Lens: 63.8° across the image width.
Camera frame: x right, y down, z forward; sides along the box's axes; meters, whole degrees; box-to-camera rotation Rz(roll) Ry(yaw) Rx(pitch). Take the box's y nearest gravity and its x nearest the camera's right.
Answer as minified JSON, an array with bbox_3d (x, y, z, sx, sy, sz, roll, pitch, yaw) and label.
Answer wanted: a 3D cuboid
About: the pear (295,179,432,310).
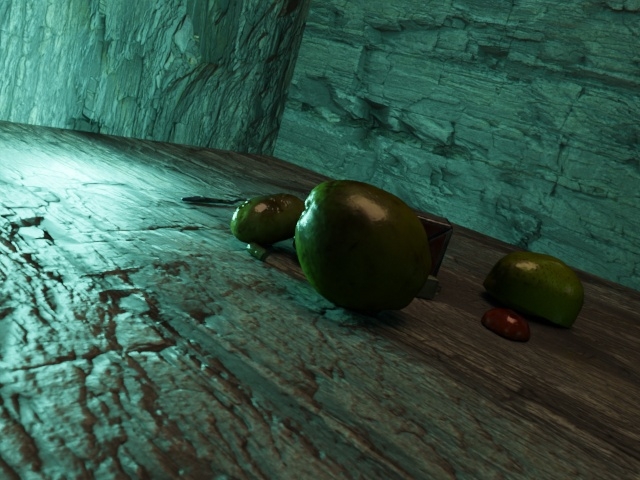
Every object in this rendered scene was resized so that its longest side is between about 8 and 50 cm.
[{"bbox_3d":[0.114,0.018,1.442,0.413,0.352,0.352,36,15,0],"label":"pear"}]

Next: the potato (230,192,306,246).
[{"bbox_3d":[-0.182,-0.073,1.793,0.210,0.173,0.307,-3,6,38],"label":"potato"}]

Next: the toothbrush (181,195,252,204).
[{"bbox_3d":[-0.425,-0.171,2.236,0.035,0.042,0.413,-21,-14,42],"label":"toothbrush"}]

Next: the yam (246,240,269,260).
[{"bbox_3d":[-0.203,0.036,1.662,0.043,0.043,0.094,1,22,-46],"label":"yam"}]

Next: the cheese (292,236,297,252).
[{"bbox_3d":[-0.076,-0.019,1.935,0.127,0.049,0.235,57,16,-17],"label":"cheese"}]

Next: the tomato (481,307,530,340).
[{"bbox_3d":[0.602,0.258,1.639,0.155,0.069,0.155,16,14,-4],"label":"tomato"}]

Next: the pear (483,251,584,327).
[{"bbox_3d":[0.774,0.149,1.925,0.318,0.239,0.342,17,11,-32],"label":"pear"}]

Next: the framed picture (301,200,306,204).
[{"bbox_3d":[-0.104,-0.103,2.094,0.260,0.189,0.023,-7,66,-56],"label":"framed picture"}]

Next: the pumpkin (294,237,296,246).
[{"bbox_3d":[0.001,0.000,1.759,0.190,0.190,0.146,7,-12,-32],"label":"pumpkin"}]

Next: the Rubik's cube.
[{"bbox_3d":[0.326,0.011,1.923,0.254,0.259,0.260,19,10,6],"label":"Rubik's cube"}]

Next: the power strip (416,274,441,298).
[{"bbox_3d":[0.277,0.138,1.723,0.272,0.078,0.052,11,13,-18],"label":"power strip"}]
